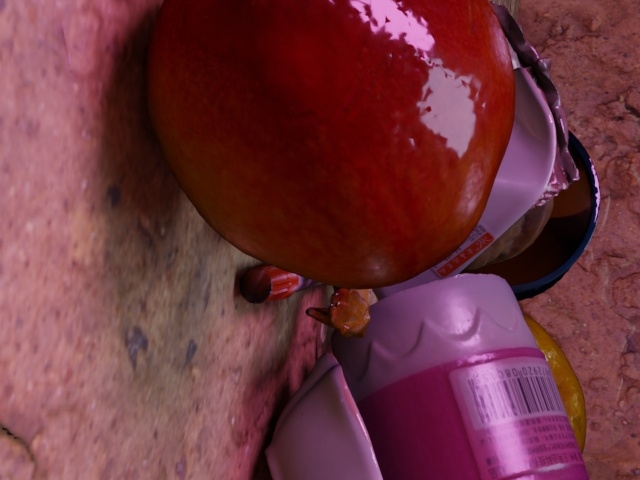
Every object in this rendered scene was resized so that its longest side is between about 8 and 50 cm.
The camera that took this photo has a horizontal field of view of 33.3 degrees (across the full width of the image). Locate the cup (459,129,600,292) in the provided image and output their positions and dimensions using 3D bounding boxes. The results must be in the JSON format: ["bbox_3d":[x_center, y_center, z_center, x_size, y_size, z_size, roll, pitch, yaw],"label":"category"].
[{"bbox_3d":[0.238,-0.054,1.516,0.242,0.308,0.292,-50,166,1],"label":"cup"}]

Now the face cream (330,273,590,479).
[{"bbox_3d":[0.113,0.148,0.894,0.175,0.175,0.195,62,11,-68],"label":"face cream"}]

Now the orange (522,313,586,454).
[{"bbox_3d":[0.188,0.210,1.302,0.279,0.235,0.279,19,59,-35],"label":"orange"}]

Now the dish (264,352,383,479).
[{"bbox_3d":[0.003,0.203,0.821,0.229,0.081,0.229,165,-90,-84],"label":"dish"}]

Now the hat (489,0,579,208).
[{"bbox_3d":[0.148,-0.166,1.098,0.107,0.236,0.286,-27,-107,57],"label":"hat"}]

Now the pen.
[{"bbox_3d":[-0.016,0.026,0.828,0.239,0.028,0.028,-11,107,-76],"label":"pen"}]

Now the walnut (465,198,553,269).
[{"bbox_3d":[0.180,-0.075,1.257,0.198,0.198,0.245,-63,156,-55],"label":"walnut"}]

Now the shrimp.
[{"bbox_3d":[0.000,0.000,0.745,0.248,0.068,0.150,-4,73,-79],"label":"shrimp"}]

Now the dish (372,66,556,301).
[{"bbox_3d":[0.098,-0.055,0.931,0.064,0.234,0.154,23,34,-37],"label":"dish"}]

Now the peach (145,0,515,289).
[{"bbox_3d":[0.005,-0.076,0.526,0.197,0.197,0.197,7,90,-77],"label":"peach"}]
